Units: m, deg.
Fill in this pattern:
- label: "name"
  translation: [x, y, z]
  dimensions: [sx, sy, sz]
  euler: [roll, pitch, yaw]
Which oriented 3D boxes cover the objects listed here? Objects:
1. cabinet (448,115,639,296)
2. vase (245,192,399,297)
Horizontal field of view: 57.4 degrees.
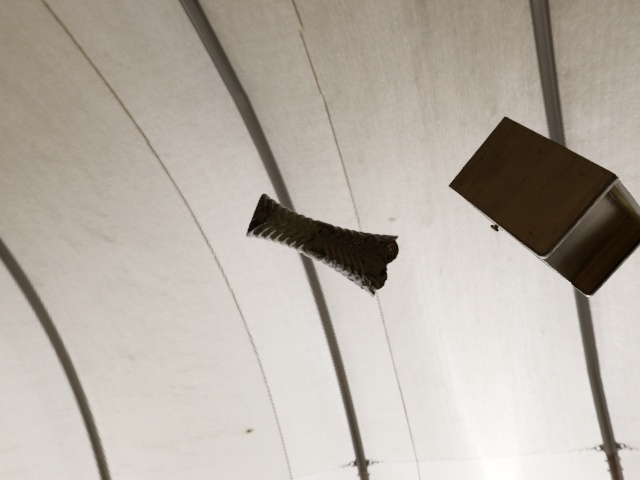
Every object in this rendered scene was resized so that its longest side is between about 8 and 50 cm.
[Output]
- label: "cabinet"
  translation: [0.339, -0.049, 0.883]
  dimensions: [0.148, 0.175, 0.215]
  euler: [-51, -139, 11]
- label: "vase"
  translation: [0.000, 0.000, 0.962]
  dimensions: [0.237, 0.115, 0.115]
  euler: [21, -82, -5]
